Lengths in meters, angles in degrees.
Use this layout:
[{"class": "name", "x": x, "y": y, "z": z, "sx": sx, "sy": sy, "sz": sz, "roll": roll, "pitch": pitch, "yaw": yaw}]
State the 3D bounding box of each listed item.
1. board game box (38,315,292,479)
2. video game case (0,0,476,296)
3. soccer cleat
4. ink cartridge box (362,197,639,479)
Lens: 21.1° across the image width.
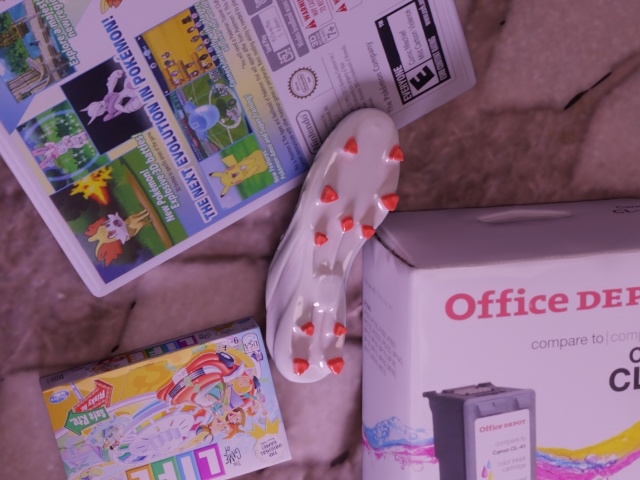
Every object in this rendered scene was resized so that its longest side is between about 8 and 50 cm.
[{"class": "board game box", "x": -0.106, "y": 0.124, "z": 1.189, "sx": 0.154, "sy": 0.026, "sz": 0.103, "roll": -17, "pitch": 109, "yaw": -9}, {"class": "video game case", "x": -0.068, "y": -0.136, "z": 1.039, "sx": 0.300, "sy": 0.036, "sz": 0.329, "roll": -30, "pitch": 142, "yaw": -5}, {"class": "soccer cleat", "x": 0.000, "y": 0.000, "z": 1.153, "sx": 0.068, "sy": 0.076, "sz": 0.196, "roll": 7, "pitch": 107, "yaw": -29}, {"class": "ink cartridge box", "x": 0.149, "y": 0.138, "z": 1.203, "sx": 0.226, "sy": 0.131, "sz": 0.306, "roll": -5, "pitch": 107, "yaw": -13}]
